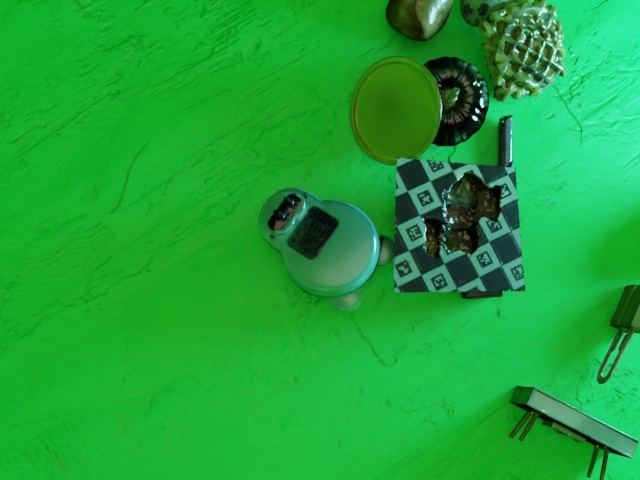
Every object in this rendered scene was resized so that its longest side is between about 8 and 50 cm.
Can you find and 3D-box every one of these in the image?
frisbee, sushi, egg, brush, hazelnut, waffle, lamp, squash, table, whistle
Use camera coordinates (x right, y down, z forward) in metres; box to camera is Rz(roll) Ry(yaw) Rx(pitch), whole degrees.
[{"bbox_3d":[0.162,-0.280,1.735,0.236,0.017,0.236,6,100,37],"label":"frisbee"},{"bbox_3d":[0.286,-0.022,1.716,0.294,0.059,0.292,3,77,-13],"label":"sushi"},{"bbox_3d":[0.386,-0.560,1.807,0.132,0.132,0.172,36,93,3],"label":"egg"},{"bbox_3d":[0.654,0.206,1.721,0.047,0.103,0.233,28,82,-3],"label":"brush"},{"bbox_3d":[0.218,-0.529,1.792,0.150,0.150,0.150,0,81,-3],"label":"hazelnut"},{"bbox_3d":[0.464,-0.428,1.790,0.204,0.054,0.223,-26,113,-15],"label":"waffle"},{"bbox_3d":[-0.001,0.002,1.688,0.284,0.147,0.209,37,79,-6],"label":"lamp"},{"bbox_3d":[0.275,-0.304,1.751,0.193,0.156,0.193,6,112,16],"label":"squash"},{"bbox_3d":[0.512,0.407,1.670,0.240,0.121,0.111,27,81,2],"label":"table"},{"bbox_3d":[0.418,-0.196,1.802,0.033,0.033,0.176,2,82,-3],"label":"whistle"}]

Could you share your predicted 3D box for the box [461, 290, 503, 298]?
[{"bbox_3d":[0.345,0.098,1.737,0.084,0.063,0.060,-5,83,-5],"label":"box"}]
